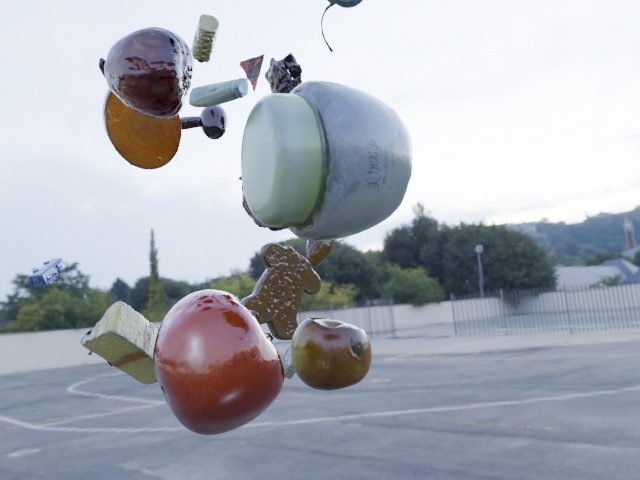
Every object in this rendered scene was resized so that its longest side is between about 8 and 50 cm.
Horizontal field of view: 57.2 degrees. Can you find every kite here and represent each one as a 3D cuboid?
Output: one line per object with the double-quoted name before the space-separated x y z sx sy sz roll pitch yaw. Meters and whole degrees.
"kite" -0.250 -0.664 2.237 0.008 0.222 0.125 17 -54 -44

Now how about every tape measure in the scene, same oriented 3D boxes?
"tape measure" 0.079 -0.795 2.023 0.163 0.331 0.084 14 30 17

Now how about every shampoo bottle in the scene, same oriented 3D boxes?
"shampoo bottle" 0.013 -0.160 1.206 0.317 0.323 0.322 -3 -8 -28
"shampoo bottle" -0.307 -0.443 1.758 0.212 0.072 0.049 -4 -21 36

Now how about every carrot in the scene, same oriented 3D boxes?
"carrot" -0.586 -0.388 1.923 0.258 0.307 0.100 -40 37 -26

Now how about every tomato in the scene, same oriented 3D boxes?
"tomato" -0.252 0.276 1.358 0.272 0.341 0.341 -35 3 -21

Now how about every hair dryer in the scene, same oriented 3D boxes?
"hair dryer" -0.578 -0.538 2.552 0.340 0.313 0.123 -8 -47 -11

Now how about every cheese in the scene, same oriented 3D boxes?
"cheese" -0.481 -0.839 2.435 0.093 0.123 0.167 18 -39 -11

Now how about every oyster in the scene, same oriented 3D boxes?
"oyster" -0.166 -0.655 2.533 0.100 0.271 0.275 -19 -7 -32

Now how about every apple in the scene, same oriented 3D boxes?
"apple" 0.028 0.319 1.701 0.236 0.208 0.237 -6 9 1

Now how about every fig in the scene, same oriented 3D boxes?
"fig" -0.434 -0.431 1.497 0.223 0.224 0.263 3 17 -46

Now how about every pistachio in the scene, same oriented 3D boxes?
"pistachio" 0.000 0.003 2.066 0.100 0.190 0.110 -3 -22 8

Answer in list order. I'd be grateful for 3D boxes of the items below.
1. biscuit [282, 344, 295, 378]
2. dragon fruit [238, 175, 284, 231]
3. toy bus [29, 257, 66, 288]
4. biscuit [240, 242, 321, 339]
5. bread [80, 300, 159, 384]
"biscuit" -0.065 0.385 2.167 0.046 0.250 0.147 30 20 -11
"dragon fruit" -0.110 -0.161 1.778 0.299 0.244 0.244 -46 -28 26
"toy bus" -0.884 0.104 1.903 0.061 0.051 0.153 -7 20 8
"biscuit" -0.174 0.229 2.607 0.076 0.394 0.368 -7 -33 47
"bread" -0.560 0.321 1.777 0.141 0.178 0.266 4 -33 48
